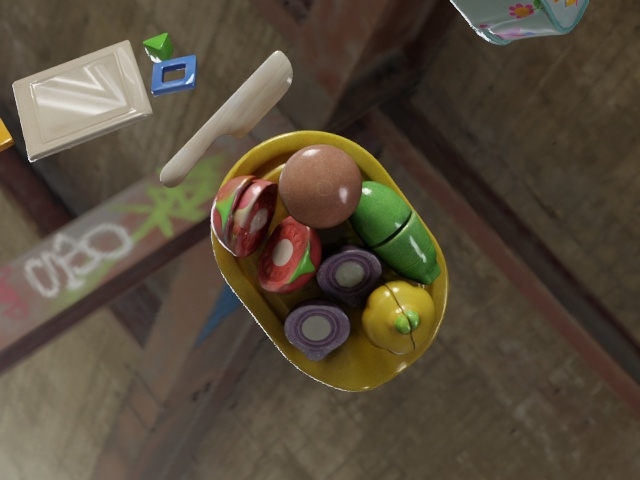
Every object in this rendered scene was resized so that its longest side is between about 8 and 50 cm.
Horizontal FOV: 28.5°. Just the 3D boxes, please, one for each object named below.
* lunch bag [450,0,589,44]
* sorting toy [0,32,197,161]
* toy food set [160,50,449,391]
[{"bbox_3d":[0.178,-0.345,1.250,0.108,0.224,0.279,-8,-40,43],"label":"lunch bag"},{"bbox_3d":[-0.337,-0.191,1.783,0.047,0.347,0.196,72,-3,-45],"label":"sorting toy"},{"bbox_3d":[0.000,0.000,0.793,0.218,0.128,0.071,51,-4,-10],"label":"toy food set"}]
